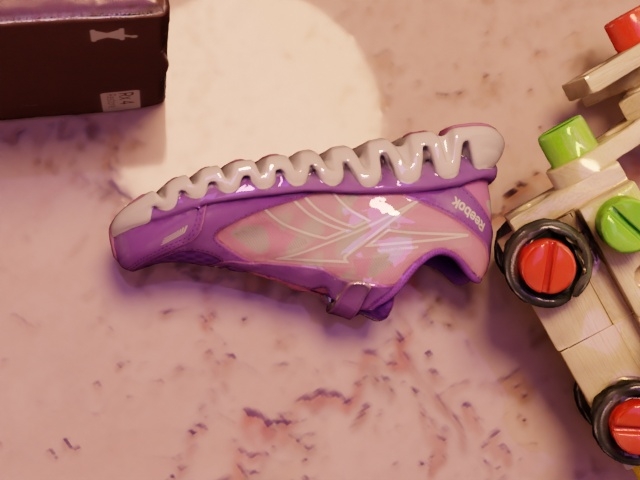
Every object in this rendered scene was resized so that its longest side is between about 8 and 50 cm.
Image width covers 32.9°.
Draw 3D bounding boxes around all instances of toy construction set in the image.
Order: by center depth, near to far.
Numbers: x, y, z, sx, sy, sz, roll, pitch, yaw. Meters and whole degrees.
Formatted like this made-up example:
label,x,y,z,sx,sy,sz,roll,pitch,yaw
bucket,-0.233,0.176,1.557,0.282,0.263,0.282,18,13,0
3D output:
label,x,y,z,sx,sy,sz,roll,pitch,yaw
toy construction set,0.227,0.018,0.621,0.215,0.151,0.328,-29,80,7

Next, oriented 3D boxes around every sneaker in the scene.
label,x,y,z,sx,sy,sz,roll,pitch,yaw
sneaker,0.000,0.000,0.625,0.236,0.095,0.105,-9,91,-11

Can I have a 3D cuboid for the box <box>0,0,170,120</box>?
label,x,y,z,sx,sy,sz,roll,pitch,yaw
box,-0.175,-0.184,0.583,0.167,0.168,0.203,-6,82,-10
